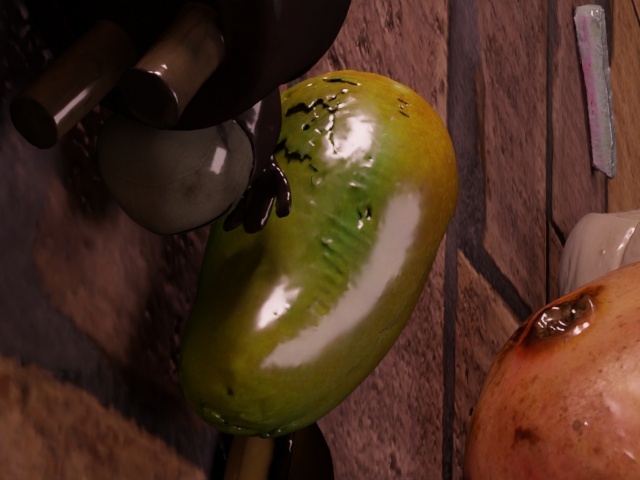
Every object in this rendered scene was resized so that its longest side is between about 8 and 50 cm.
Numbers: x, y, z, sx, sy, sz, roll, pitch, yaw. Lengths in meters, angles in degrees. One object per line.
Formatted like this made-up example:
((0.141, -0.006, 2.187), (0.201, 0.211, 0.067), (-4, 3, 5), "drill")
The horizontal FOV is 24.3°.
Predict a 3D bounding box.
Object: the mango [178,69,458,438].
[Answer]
((0.000, 0.000, 0.696), (0.233, 0.111, 0.125), (-63, 170, -52), "mango")

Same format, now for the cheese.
((-0.028, 0.160, 0.706), (0.086, 0.036, 0.162), (66, 27, -48), "cheese")

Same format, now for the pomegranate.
((0.257, 0.158, 1.107), (0.322, 0.322, 0.322), (-5, 90, -70), "pomegranate")

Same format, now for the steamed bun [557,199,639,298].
((0.355, 0.081, 1.496), (0.383, 0.236, 0.247), (5, 91, -63), "steamed bun")

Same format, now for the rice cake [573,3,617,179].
((0.324, -0.173, 1.740), (0.033, 0.033, 0.208), (-31, 116, -56), "rice cake")

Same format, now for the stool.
((-0.061, -0.078, 0.564), (0.121, 0.125, 0.217), (-47, 151, -41), "stool")
